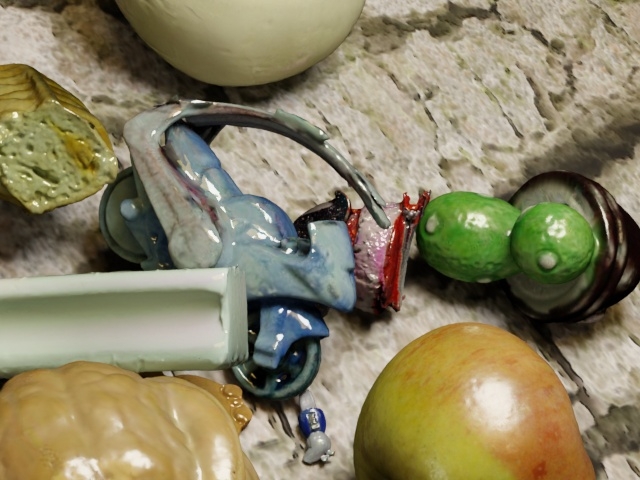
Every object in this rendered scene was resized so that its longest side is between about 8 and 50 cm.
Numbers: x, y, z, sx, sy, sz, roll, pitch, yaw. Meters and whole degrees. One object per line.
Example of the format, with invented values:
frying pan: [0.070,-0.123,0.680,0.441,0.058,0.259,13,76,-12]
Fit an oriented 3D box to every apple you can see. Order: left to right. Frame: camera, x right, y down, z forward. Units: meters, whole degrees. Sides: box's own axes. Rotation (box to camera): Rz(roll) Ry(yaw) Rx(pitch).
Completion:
apple: [0.141,0.202,1.351,0.194,0.261,0.261,-21,55,-21]

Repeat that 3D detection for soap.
soap: [-0.216,0.077,1.343,0.289,0.173,0.095,-3,87,4]

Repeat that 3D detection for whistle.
whistle: [-0.009,0.190,1.466,0.033,0.029,0.083,-10,56,-8]

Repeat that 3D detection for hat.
hat: [0.000,-0.002,1.602,0.227,0.140,0.129,11,32,10]

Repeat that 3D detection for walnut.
walnut: [-0.179,0.240,1.192,0.296,0.285,0.285,35,30,-38]

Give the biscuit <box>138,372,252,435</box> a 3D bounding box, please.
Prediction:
biscuit: [-0.164,0.173,1.431,0.184,0.027,0.133,18,42,0]

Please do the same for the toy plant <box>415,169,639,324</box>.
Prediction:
toy plant: [0.245,0.003,1.627,0.235,0.175,0.218,10,-4,-39]

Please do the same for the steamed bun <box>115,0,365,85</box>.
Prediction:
steamed bun: [-0.108,-0.321,1.801,0.333,0.233,0.312,-3,49,-9]

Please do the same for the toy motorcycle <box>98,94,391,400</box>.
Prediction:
toy motorcycle: [-0.080,-0.012,1.486,0.319,0.241,0.182,44,33,14]

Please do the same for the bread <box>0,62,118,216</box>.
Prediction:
bread: [-0.317,-0.116,1.549,0.152,0.130,0.267,21,9,-25]
